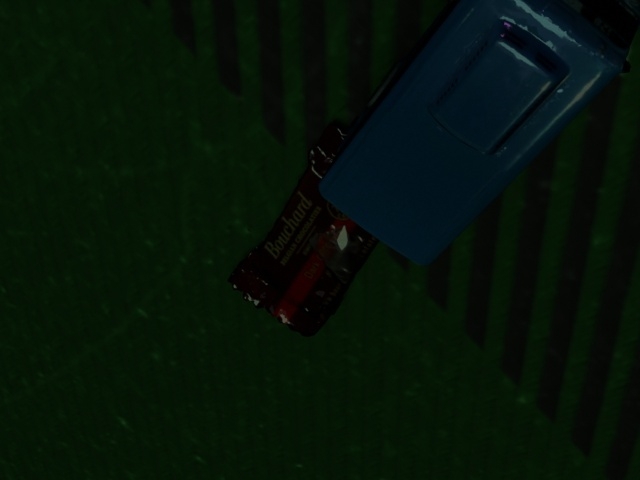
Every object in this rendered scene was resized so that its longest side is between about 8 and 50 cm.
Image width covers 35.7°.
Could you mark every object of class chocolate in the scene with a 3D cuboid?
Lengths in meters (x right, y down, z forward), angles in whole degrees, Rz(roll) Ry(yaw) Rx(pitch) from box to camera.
[{"bbox_3d":[0.000,0.000,0.691,0.086,0.028,0.182,35,134,-3],"label":"chocolate"}]

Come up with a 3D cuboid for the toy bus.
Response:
[{"bbox_3d":[0.085,-0.079,0.536,0.090,0.106,0.184,36,132,-4],"label":"toy bus"}]
